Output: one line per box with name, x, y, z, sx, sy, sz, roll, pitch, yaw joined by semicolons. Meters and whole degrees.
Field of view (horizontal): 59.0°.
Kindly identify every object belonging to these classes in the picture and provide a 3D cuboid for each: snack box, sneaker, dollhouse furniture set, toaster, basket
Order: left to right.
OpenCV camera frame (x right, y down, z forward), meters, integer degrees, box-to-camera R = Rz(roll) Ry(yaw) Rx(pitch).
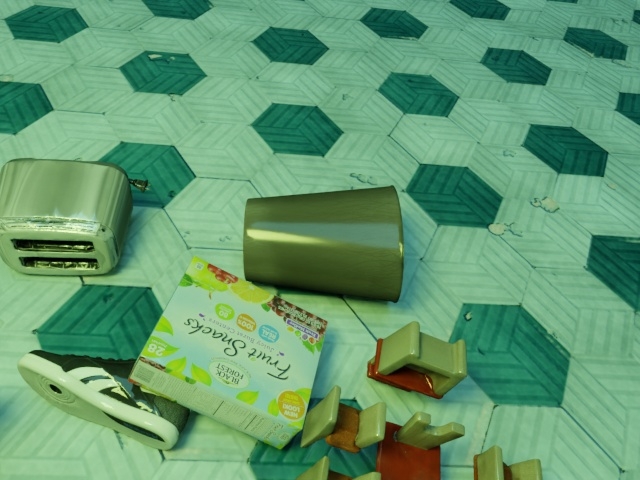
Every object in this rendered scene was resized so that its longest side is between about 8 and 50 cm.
toaster;-0.381;-0.034;0.856;0.227;0.129;0.146;3;50;-9
sneaker;-0.256;0.169;0.722;0.217;0.079;0.121;25;45;3
snack box;-0.107;0.139;0.721;0.207;0.070;0.174;27;40;-8
basket;0.000;0.000;0.868;0.227;0.154;0.204;2;46;-2
dollhouse furniture set;0.105;0.241;0.662;0.262;0.135;0.259;22;48;-12
